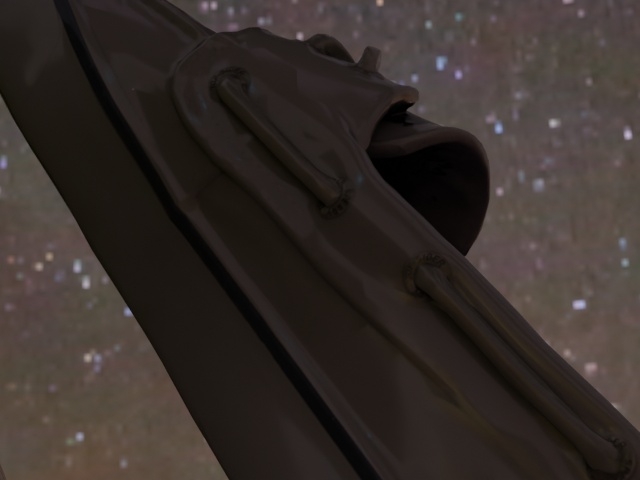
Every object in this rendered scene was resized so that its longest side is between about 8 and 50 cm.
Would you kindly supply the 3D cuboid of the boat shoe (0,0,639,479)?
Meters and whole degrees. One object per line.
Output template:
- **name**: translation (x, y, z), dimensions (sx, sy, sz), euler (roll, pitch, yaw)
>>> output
- **boat shoe**: translation (0.000, 0.000, 0.388), dimensions (0.084, 0.258, 0.095), euler (-36, -33, 0)

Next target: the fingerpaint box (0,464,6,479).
- **fingerpaint box**: translation (-0.209, -0.026, 0.431), dimensions (0.163, 0.371, 0.444), euler (-23, -58, -11)
